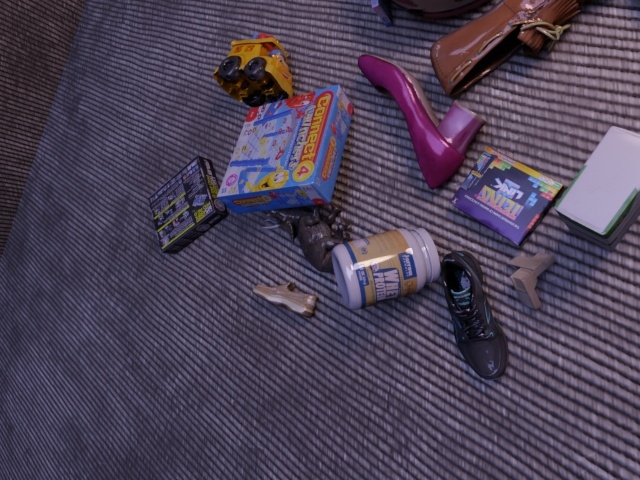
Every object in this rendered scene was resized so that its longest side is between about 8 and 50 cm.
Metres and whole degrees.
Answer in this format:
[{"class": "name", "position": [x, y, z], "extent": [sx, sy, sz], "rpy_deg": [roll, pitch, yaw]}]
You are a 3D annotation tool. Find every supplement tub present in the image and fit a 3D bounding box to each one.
[{"class": "supplement tub", "position": [0.136, 0.056, 0.939], "extent": [0.199, 0.144, 0.145], "rpy_deg": [-15, 71, -7]}]

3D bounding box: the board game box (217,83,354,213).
[{"class": "board game box", "position": [-0.089, -0.231, 1.145], "extent": [0.301, 0.086, 0.309], "rpy_deg": [-4, 60, 33]}]

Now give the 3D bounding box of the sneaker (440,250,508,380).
[{"class": "sneaker", "position": [0.296, 0.150, 0.889], "extent": [0.101, 0.106, 0.268], "rpy_deg": [-23, 73, 27]}]

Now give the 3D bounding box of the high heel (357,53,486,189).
[{"class": "high heel", "position": [0.182, -0.288, 1.020], "extent": [0.377, 0.127, 0.181], "rpy_deg": [47, 115, 33]}]

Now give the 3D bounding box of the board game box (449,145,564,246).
[{"class": "board game box", "position": [0.377, -0.091, 0.904], "extent": [0.170, 0.048, 0.141], "rpy_deg": [39, 103, 31]}]

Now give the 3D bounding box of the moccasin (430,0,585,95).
[{"class": "moccasin", "position": [0.409, -0.424, 0.879], "extent": [0.379, 0.139, 0.147], "rpy_deg": [-24, 77, 26]}]

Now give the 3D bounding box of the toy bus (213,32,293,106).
[{"class": "toy bus", "position": [-0.167, -0.514, 1.278], "extent": [0.220, 0.149, 0.212], "rpy_deg": [11, 73, 32]}]

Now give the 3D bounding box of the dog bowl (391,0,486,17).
[{"class": "dog bowl", "position": [0.284, -0.693, 0.976], "extent": [0.407, 0.150, 0.409], "rpy_deg": [-5, 79, 28]}]

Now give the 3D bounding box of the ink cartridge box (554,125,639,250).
[{"class": "ink cartridge box", "position": [0.486, -0.075, 0.736], "extent": [0.087, 0.208, 0.153], "rpy_deg": [38, 103, 34]}]

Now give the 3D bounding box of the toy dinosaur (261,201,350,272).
[{"class": "toy dinosaur", "position": [0.000, 0.000, 1.117], "extent": [0.314, 0.121, 0.160], "rpy_deg": [50, 122, 23]}]

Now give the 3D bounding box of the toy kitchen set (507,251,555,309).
[{"class": "toy kitchen set", "position": [0.415, 0.074, 0.871], "extent": [0.083, 0.075, 0.068], "rpy_deg": [-36, 18, -11]}]

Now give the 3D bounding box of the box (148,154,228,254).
[{"class": "box", "position": [-0.437, -0.111, 1.431], "extent": [0.270, 0.060, 0.216], "rpy_deg": [-32, 67, 26]}]

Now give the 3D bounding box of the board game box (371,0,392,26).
[{"class": "board game box", "position": [0.150, -0.598, 1.099], "extent": [0.020, 0.090, 0.090], "rpy_deg": [-13, 77, 31]}]

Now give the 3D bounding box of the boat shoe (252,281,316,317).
[{"class": "boat shoe", "position": [-0.093, 0.144, 1.174], "extent": [0.189, 0.068, 0.072], "rpy_deg": [17, 80, 24]}]
